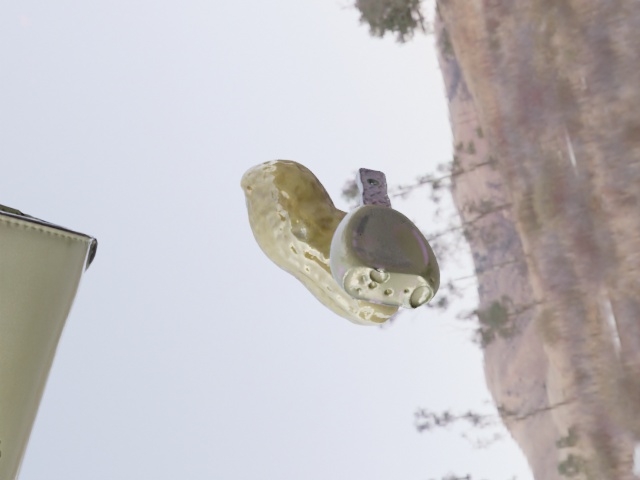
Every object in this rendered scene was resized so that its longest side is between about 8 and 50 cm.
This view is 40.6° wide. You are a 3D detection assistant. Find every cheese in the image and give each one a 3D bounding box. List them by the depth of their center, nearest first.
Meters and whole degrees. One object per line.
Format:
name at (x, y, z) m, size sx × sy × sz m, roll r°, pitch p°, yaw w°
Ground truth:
cheese at (0.052, -0.013, 0.789) m, size 0.192 × 0.097 × 0.037 m, roll -94°, pitch 18°, yaw -55°

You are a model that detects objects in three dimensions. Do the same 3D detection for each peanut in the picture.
peanut at (0.000, 0.000, 1.279) m, size 0.305 × 0.147 × 0.147 m, roll 40°, pitch -156°, yaw 3°

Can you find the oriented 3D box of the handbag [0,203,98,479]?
handbag at (-0.319, 0.134, 0.606) m, size 0.236 × 0.160 × 0.359 m, roll 20°, pitch -95°, yaw -44°
